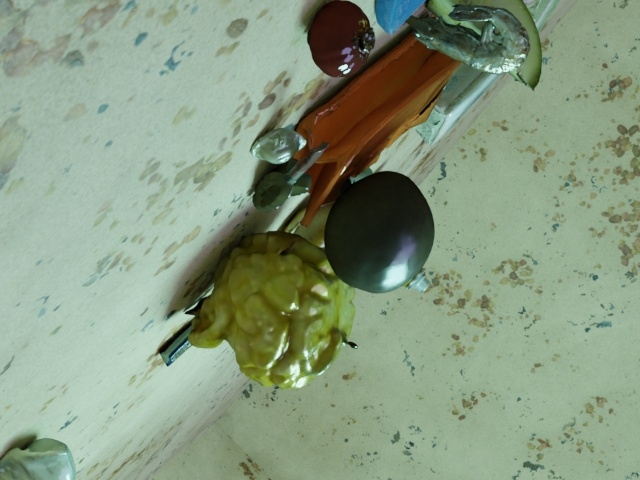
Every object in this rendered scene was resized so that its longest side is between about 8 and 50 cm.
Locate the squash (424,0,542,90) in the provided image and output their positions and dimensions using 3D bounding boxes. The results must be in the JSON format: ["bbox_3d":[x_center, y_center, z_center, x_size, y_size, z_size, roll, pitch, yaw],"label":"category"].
[{"bbox_3d":[0.307,-0.385,1.282,0.093,0.252,0.169,-48,172,-4],"label":"squash"}]

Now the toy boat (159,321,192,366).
[{"bbox_3d":[-0.285,0.209,1.773,0.229,0.046,0.080,-42,169,-35],"label":"toy boat"}]

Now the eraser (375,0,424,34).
[{"bbox_3d":[0.200,-0.456,1.140,0.312,0.042,0.144,-46,172,-7],"label":"eraser"}]

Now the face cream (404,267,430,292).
[{"bbox_3d":[0.188,0.026,2.259,0.105,0.348,0.105,-46,171,-9],"label":"face cream"}]

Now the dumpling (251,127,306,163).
[{"bbox_3d":[-0.066,-0.148,1.181,0.057,0.076,0.052,74,34,-78],"label":"dumpling"}]

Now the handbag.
[{"bbox_3d":[0.098,-0.232,1.456,0.410,0.116,0.303,-43,174,-27],"label":"handbag"}]

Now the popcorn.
[{"bbox_3d":[-0.106,0.142,1.576,0.349,0.381,0.349,2,90,-66],"label":"popcorn"}]

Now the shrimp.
[{"bbox_3d":[0.243,-0.351,1.255,0.126,0.223,0.047,112,-1,-54],"label":"shrimp"}]

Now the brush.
[{"bbox_3d":[-0.043,-0.108,1.252,0.084,0.071,0.301,-40,-176,-22],"label":"brush"}]

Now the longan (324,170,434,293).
[{"bbox_3d":[0.115,-0.022,1.454,0.248,0.248,0.248,-46,172,-9],"label":"longan"}]

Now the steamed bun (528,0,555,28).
[{"bbox_3d":[0.419,-0.516,1.587,0.250,0.154,0.200,-59,170,27],"label":"steamed bun"}]

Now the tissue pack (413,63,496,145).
[{"bbox_3d":[0.348,-0.393,1.907,0.271,0.124,0.201,-46,171,-14],"label":"tissue pack"}]

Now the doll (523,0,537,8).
[{"bbox_3d":[0.320,-0.450,1.435,0.119,0.154,0.278,-18,165,-16],"label":"doll"}]

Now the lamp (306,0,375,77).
[{"bbox_3d":[0.027,-0.266,0.995,0.101,0.090,0.101,-34,131,-52],"label":"lamp"}]

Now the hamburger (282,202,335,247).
[{"bbox_3d":[-0.002,-0.002,1.833,0.237,0.147,0.237,-31,143,-27],"label":"hamburger"}]

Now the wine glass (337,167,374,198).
[{"bbox_3d":[0.070,-0.142,1.822,0.079,0.079,0.195,-50,172,20],"label":"wine glass"}]

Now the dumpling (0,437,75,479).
[{"bbox_3d":[-0.533,0.432,1.391,0.151,0.124,0.229,-1,142,-25],"label":"dumpling"}]
